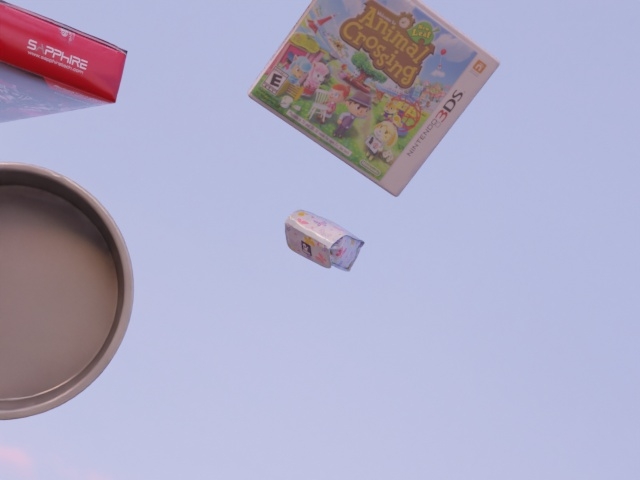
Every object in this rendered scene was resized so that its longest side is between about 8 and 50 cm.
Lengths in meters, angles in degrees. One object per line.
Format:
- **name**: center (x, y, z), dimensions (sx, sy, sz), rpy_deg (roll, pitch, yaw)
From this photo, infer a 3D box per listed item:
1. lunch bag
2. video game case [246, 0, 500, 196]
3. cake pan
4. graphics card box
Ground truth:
- **lunch bag**: center (0.000, 0.000, 1.463), dimensions (0.071, 0.053, 0.083), rpy_deg (29, 1, 24)
- **video game case**: center (0.059, -0.179, 1.379), dimensions (0.212, 0.023, 0.193), rpy_deg (33, -78, -19)
- **cake pan**: center (-0.359, 0.058, 1.437), dimensions (0.293, 0.293, 0.054), rpy_deg (33, -8, 0)
- **graphics card box**: center (-0.497, -0.268, 1.935), dimensions (0.233, 0.094, 0.371), rpy_deg (18, -11, -41)
